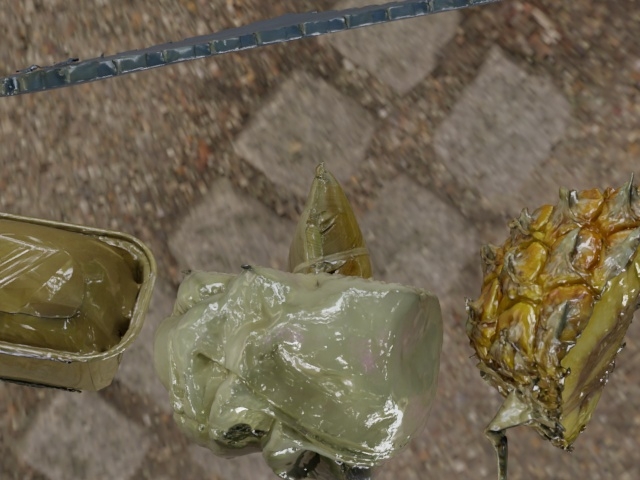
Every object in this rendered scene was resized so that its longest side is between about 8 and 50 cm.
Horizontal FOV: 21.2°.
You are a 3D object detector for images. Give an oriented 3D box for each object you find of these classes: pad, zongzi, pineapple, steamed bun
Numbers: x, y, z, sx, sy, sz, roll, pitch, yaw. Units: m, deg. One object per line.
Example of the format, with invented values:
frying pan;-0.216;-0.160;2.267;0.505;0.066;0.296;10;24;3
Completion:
pad;-0.061;-0.090;0.789;0.269;0.269;0.012;-15;100;-27
zongzi;0.000;0.000;2.079;0.099;0.194;0.197;-13;96;-15
pineapple;0.190;0.084;1.572;0.161;0.158;0.334;29;138;16
steamed bun;-0.025;0.131;1.649;0.275;0.320;0.206;5;89;-18

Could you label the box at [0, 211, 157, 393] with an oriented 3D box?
box;-0.194;0.035;1.089;0.177;0.111;0.111;9;114;6
